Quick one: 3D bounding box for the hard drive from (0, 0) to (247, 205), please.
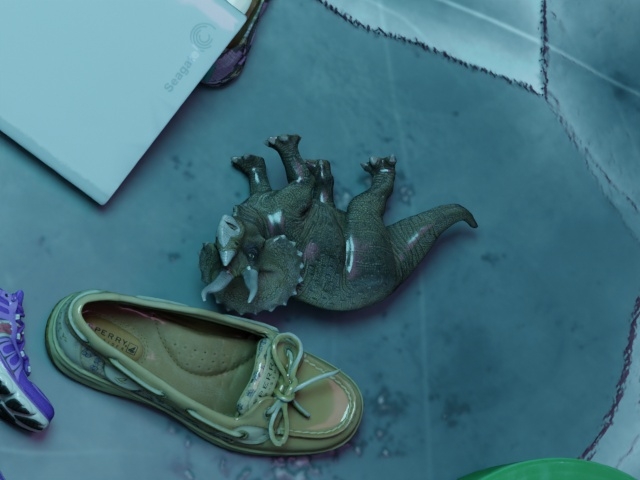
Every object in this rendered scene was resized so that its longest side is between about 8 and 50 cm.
[{"bbox_3d":[-0.244,-0.201,1.451,0.307,0.040,0.203,37,94,-11],"label":"hard drive"}]

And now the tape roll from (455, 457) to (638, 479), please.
[{"bbox_3d":[0.201,0.353,1.527,0.321,0.077,0.321,5,77,-20],"label":"tape roll"}]

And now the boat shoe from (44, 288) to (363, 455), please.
[{"bbox_3d":[-0.089,0.112,1.461,0.285,0.089,0.104,17,73,-17],"label":"boat shoe"}]

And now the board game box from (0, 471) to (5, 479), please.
[{"bbox_3d":[-0.289,0.266,1.376,0.141,0.048,0.170,-31,91,-22],"label":"board game box"}]

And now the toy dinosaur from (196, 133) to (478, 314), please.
[{"bbox_3d":[0.000,0.000,1.518,0.313,0.121,0.160,10,72,-41],"label":"toy dinosaur"}]

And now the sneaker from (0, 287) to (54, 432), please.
[{"bbox_3d":[-0.261,0.077,1.419,0.071,0.068,0.170,-30,90,-29],"label":"sneaker"}]

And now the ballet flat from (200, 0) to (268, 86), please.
[{"bbox_3d":[-0.068,-0.244,1.551,0.077,0.079,0.221,20,72,-13],"label":"ballet flat"}]
